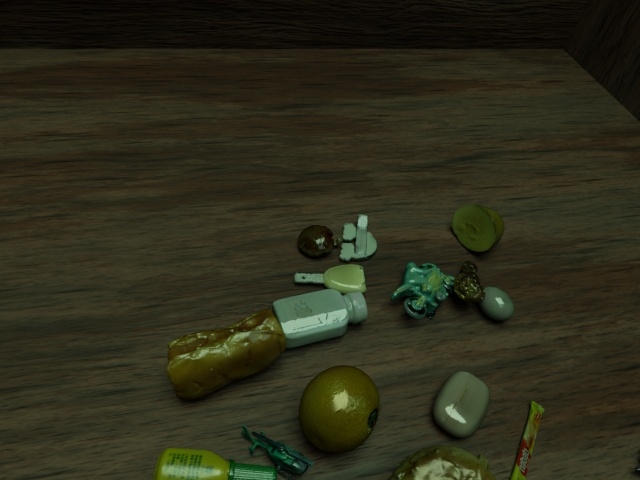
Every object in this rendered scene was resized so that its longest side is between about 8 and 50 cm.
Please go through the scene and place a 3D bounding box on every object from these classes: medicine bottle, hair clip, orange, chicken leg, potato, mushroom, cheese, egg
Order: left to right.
[{"bbox_3d":[-0.266,0.599,1.206,0.309,0.076,0.111,6,55,-4],"label":"medicine bottle"},{"bbox_3d":[-0.002,0.243,1.533,0.296,0.111,0.161,-12,48,-17],"label":"medicine bottle"},{"bbox_3d":[0.000,-0.001,1.760,0.170,0.080,0.135,-4,61,-8],"label":"mushroom"},{"bbox_3d":[0.033,0.138,1.665,0.251,0.054,0.127,2,46,-7],"label":"cheese"},{"bbox_3d":[0.052,0.458,1.285,0.236,0.236,0.236,5,49,-5],"label":"orange"},{"bbox_3d":[0.150,-0.004,1.807,0.140,0.054,0.220,12,51,-5],"label":"hair clip"},{"bbox_3d":[0.533,0.141,1.691,0.107,0.087,0.251,48,26,-5],"label":"chicken leg"},{"bbox_3d":[0.651,-0.056,1.870,0.158,0.178,0.203,-7,25,-34],"label":"potato"},{"bbox_3d":[0.614,0.221,1.652,0.103,0.103,0.135,-23,53,-26],"label":"egg"}]

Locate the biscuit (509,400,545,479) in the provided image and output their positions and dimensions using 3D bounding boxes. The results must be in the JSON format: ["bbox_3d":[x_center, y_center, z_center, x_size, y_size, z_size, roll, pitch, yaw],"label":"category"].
[{"bbox_3d":[0.604,0.602,1.378,0.048,0.026,0.292,39,53,-1],"label":"biscuit"}]

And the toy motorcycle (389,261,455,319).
[{"bbox_3d":[0.363,0.159,1.657,0.198,0.109,0.296,42,45,18],"label":"toy motorcycle"}]

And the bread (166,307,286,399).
[{"bbox_3d":[-0.267,0.331,1.363,0.344,0.195,0.149,-17,50,-19],"label":"bread"}]

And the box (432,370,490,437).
[{"bbox_3d":[0.421,0.486,1.404,0.146,0.088,0.200,31,51,18],"label":"box"}]

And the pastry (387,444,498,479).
[{"bbox_3d":[0.295,0.663,1.156,0.315,0.184,0.284,-28,69,-13],"label":"pastry"}]

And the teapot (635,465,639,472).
[{"bbox_3d":[0.992,0.642,1.374,0.177,0.087,0.096,-19,32,-23],"label":"teapot"}]

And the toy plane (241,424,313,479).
[{"bbox_3d":[-0.116,0.564,1.252,0.235,0.096,0.060,14,44,26],"label":"toy plane"}]
